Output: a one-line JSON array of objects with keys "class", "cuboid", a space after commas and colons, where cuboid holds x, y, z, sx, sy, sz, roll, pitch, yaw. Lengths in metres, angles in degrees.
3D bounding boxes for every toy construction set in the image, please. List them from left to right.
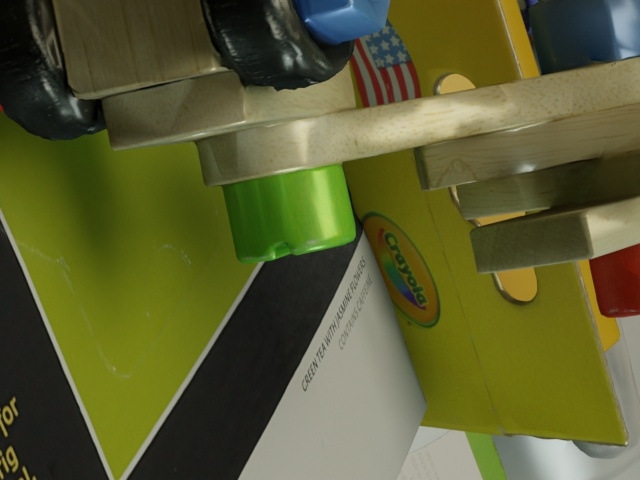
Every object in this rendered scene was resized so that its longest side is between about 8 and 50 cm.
[{"class": "toy construction set", "cuboid": [-0.004, -0.119, 0.468, 0.328, 0.151, 0.215, 65, 22, 3]}]

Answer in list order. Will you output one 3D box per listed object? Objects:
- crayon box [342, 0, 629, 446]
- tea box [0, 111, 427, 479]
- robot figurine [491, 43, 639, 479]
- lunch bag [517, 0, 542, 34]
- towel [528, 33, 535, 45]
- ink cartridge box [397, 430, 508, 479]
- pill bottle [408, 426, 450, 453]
[{"class": "crayon box", "cuboid": [-0.014, -0.033, 0.730, 0.081, 0.318, 0.202, -35, 116, -37]}, {"class": "tea box", "cuboid": [-0.147, 0.010, 0.522, 0.329, 0.220, 0.324, -58, 133, -60]}, {"class": "robot figurine", "cuboid": [0.100, 0.023, 1.140, 0.300, 0.199, 0.353, 35, -28, 59]}, {"class": "lunch bag", "cuboid": [0.129, -0.241, 1.101, 0.385, 0.328, 0.239, 26, 97, -37]}, {"class": "towel", "cuboid": [0.252, -0.179, 1.385, 0.040, 0.370, 0.272, -33, 110, -52]}, {"class": "ink cartridge box", "cuboid": [-0.012, 0.203, 0.948, 0.255, 0.097, 0.189, -37, 120, -28]}, {"class": "pill bottle", "cuboid": [0.000, 0.000, 0.909, 0.208, 0.117, 0.117, 56, 12, 26]}]
